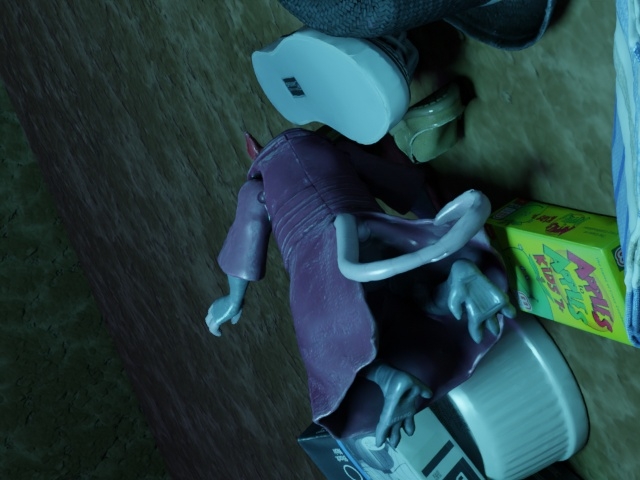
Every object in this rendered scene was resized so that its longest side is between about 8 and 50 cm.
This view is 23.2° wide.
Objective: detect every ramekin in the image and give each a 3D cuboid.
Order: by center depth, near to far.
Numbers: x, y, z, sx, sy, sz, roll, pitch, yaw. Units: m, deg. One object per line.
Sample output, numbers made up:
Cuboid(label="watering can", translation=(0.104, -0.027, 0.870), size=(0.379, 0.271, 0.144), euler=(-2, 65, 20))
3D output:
Cuboid(label="ramekin", translation=(0.153, 0.146, 1.527), size=(0.207, 0.109, 0.207), euler=(50, 160, 26))

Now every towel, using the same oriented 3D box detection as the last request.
Cuboid(label="towel", translation=(0.196, -0.092, 0.966), size=(0.285, 0.034, 0.209), euler=(78, -170, -50))

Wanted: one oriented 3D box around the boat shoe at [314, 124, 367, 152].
Cuboid(label="boat shoe", translation=(0.014, -0.040, 1.646), size=(0.073, 0.080, 0.223), euler=(56, 159, 24))

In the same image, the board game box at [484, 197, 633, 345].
Cuboid(label="board game box", translation=(0.209, 0.024, 1.280), size=(0.181, 0.043, 0.092), euler=(18, 136, 64))

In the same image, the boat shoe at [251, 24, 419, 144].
Cuboid(label="boat shoe", translation=(0.030, -0.155, 1.375), size=(0.113, 0.105, 0.306), euler=(57, 169, -9))

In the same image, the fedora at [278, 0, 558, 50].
Cuboid(label="fedora", translation=(0.025, -0.256, 1.140), size=(0.334, 0.152, 0.334), euler=(50, 160, 26))

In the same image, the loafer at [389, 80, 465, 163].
Cuboid(label="loafer", translation=(0.099, -0.100, 1.365), size=(0.050, 0.056, 0.148), euler=(58, 172, -1))

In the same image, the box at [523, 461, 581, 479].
Cuboid(label="box", translation=(0.235, 0.326, 1.653), size=(0.307, 0.076, 0.242), euler=(40, 155, 45))

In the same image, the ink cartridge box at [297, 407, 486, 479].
Cuboid(label="ink cartridge box", translation=(0.130, 0.294, 1.528), size=(0.333, 0.065, 0.165), euler=(51, 150, -11))

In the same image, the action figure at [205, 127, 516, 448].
Cuboid(label="action figure", translation=(0.000, 0.000, 1.417), size=(0.370, 0.248, 0.276), euler=(56, 171, 40))
